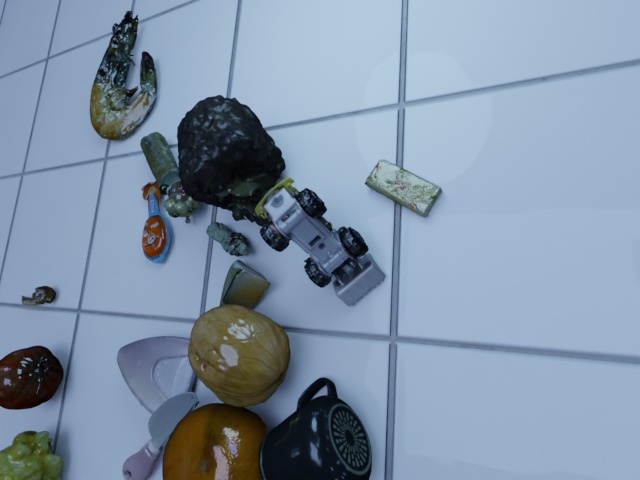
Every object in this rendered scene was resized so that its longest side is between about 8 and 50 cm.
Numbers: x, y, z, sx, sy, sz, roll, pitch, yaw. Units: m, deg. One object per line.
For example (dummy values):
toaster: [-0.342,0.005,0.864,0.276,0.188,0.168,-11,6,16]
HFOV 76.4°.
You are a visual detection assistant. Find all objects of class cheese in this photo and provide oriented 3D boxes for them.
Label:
cheese: [-0.471,-0.055,1.153,0.106,0.037,0.256,-19,71,21]

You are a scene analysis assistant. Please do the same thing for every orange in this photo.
orange: [-0.199,0.447,0.821,0.240,0.171,0.240,-8,69,21]

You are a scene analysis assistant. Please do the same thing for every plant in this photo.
plant: [-0.193,-0.153,0.931,0.213,0.215,0.312,-32,69,22]

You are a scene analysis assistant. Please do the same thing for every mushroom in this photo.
mushroom: [-0.939,0.188,1.335,0.187,0.061,0.060,-15,77,28]

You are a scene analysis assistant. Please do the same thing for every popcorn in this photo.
popcorn: [-0.816,0.648,1.085,0.259,0.259,0.212,-32,91,18]

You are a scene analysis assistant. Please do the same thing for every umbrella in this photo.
umbrella: [-0.222,-0.003,0.998,0.143,0.067,0.062,29,64,36]

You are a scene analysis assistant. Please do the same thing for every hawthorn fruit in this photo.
hawthorn fruit: [-0.873,0.403,1.180,0.235,0.181,0.181,-21,70,18]

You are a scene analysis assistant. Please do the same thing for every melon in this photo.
melon: [-0.184,0.107,0.953,0.139,0.093,0.202,-101,32,-46]

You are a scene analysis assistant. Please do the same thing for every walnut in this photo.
walnut: [-0.170,0.231,0.844,0.221,0.195,0.195,25,91,33]

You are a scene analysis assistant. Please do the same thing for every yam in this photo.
yam: [-0.455,-0.229,1.164,0.078,0.078,0.179,-40,63,14]

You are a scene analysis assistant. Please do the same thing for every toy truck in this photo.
toy truck: [0.000,0.000,0.818,0.136,0.111,0.286,-41,107,14]

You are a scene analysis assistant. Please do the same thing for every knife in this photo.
knife: [-0.379,0.453,0.958,0.081,0.043,0.336,42,108,19]

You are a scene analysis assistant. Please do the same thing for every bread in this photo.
bread: [0.169,-0.110,0.838,0.153,0.028,0.068,34,94,28]

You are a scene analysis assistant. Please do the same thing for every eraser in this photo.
eraser: [-0.411,0.320,1.024,0.243,0.059,0.204,13,86,26]

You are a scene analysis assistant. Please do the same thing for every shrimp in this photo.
shrimp: [-0.631,-0.544,1.327,0.272,0.085,0.445,3,83,23]

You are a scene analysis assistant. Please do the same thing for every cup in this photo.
cup: [-0.011,0.374,0.762,0.176,0.169,0.223,-39,29,23]

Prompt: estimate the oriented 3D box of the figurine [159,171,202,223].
figurine: [-0.357,-0.147,1.083,0.147,0.093,0.197,-2,77,13]
